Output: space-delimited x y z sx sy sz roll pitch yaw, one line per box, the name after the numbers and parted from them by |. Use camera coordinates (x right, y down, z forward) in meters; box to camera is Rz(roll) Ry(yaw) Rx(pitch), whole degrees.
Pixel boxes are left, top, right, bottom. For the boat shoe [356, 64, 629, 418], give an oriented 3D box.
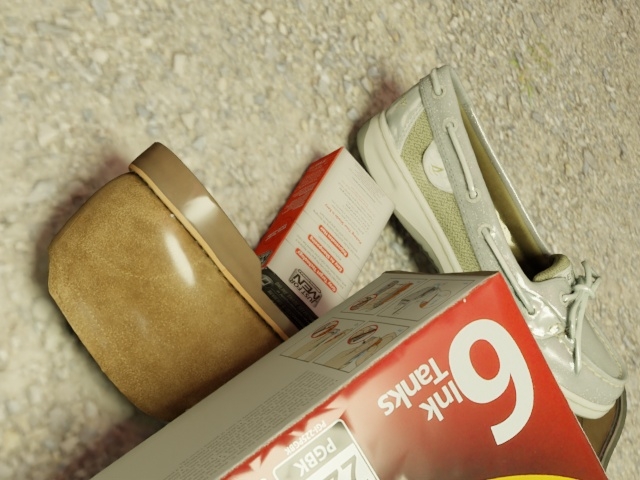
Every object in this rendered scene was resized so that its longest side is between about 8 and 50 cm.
0.160 0.004 0.718 0.320 0.103 0.118 55 29 7 | boat shoe

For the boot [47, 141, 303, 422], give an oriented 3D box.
-0.055 0.090 0.560 0.115 0.112 0.305 -42 109 -12 | boot

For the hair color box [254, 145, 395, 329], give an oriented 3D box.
0.000 0.000 0.659 0.072 0.043 0.141 47 47 -18 | hair color box

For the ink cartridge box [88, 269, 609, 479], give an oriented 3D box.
0.013 0.208 0.451 0.309 0.130 0.272 -34 102 -21 | ink cartridge box

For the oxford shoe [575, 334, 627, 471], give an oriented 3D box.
0.213 0.160 0.761 0.096 0.083 0.227 35 51 -18 | oxford shoe
